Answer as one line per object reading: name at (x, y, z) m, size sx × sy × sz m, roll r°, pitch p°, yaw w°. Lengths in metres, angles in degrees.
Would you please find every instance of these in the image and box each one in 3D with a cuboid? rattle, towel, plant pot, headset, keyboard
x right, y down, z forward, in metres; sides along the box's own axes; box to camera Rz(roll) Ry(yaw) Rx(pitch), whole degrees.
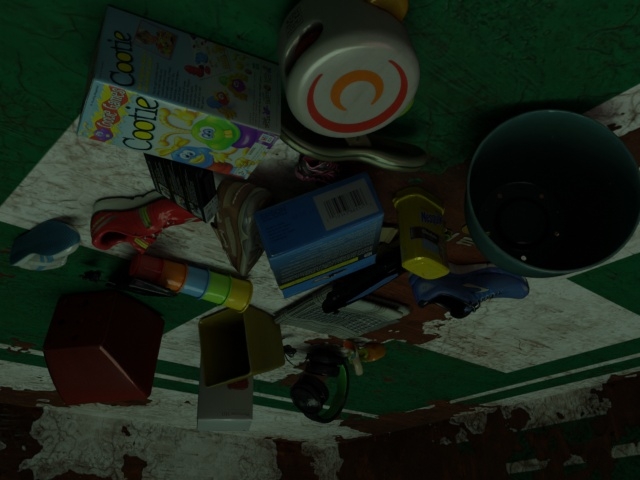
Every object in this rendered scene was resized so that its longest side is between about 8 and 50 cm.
rattle at (0.153, 0.376, 2.179) m, size 0.143 × 0.130 × 0.199 m, roll -2°, pitch 144°, yaw 4°
towel at (0.067, 0.235, 1.964) m, size 0.324 × 0.056 × 0.312 m, roll 18°, pitch 146°, yaw -34°
plant pot at (-0.230, 0.330, 1.986) m, size 0.212 × 0.212 × 0.187 m, roll -24°, pitch 156°, yaw 35°
plant pot at (0.404, -0.061, 1.199) m, size 0.293 × 0.293 × 0.235 m, roll -4°, pitch 166°, yaw 3°
plant pot at (-0.633, 0.287, 1.834) m, size 0.267 × 0.267 × 0.236 m, roll -7°, pitch 139°, yaw 9°
headset at (-0.037, 0.481, 2.272) m, size 0.185 × 0.243 × 0.394 m, roll 3°, pitch 144°, yaw 35°
keyboard at (-0.487, 0.105, 1.603) m, size 0.201 × 0.033 × 0.317 m, roll 18°, pitch 167°, yaw -26°

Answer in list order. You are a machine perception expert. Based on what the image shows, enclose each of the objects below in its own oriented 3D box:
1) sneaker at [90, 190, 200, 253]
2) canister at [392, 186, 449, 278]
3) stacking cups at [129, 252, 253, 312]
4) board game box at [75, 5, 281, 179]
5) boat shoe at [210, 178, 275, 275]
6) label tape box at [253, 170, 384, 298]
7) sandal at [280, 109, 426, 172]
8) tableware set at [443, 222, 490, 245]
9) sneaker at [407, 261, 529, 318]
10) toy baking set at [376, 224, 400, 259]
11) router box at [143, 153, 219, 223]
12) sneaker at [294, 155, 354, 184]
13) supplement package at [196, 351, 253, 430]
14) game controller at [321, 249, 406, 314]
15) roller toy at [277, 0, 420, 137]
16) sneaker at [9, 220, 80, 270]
sneaker at (-0.360, -0.030, 1.369) m, size 0.279 × 0.118 × 0.107 m, roll -9°, pitch 153°, yaw 14°
canister at (0.218, -0.014, 1.378) m, size 0.073 × 0.170 × 0.126 m, roll -24°, pitch 145°, yaw 36°
stacking cups at (-0.335, 0.103, 1.670) m, size 0.316 × 0.096 × 0.096 m, roll 20°, pitch 145°, yaw -27°
board game box at (-0.214, -0.218, 0.996) m, size 0.275 × 0.144 × 0.142 m, roll 13°, pitch 149°, yaw -25°
boat shoe at (-0.173, -0.033, 1.401) m, size 0.116 × 0.123 × 0.324 m, roll 30°, pitch 149°, yaw 9°
label tape box at (0.000, 0.000, 1.373) m, size 0.241 × 0.106 × 0.333 m, roll -21°, pitch 163°, yaw -5°
sandal at (0.052, -0.192, 1.124) m, size 0.303 × 0.120 × 0.086 m, roll 7°, pitch 123°, yaw -20°
tableware set at (0.337, -0.013, 1.544) m, size 0.154 × 0.024 × 0.104 m, roll 14°, pitch 148°, yaw -26°
sneaker at (0.396, 0.143, 1.712) m, size 0.330 × 0.147 × 0.130 m, roll 2°, pitch 152°, yaw -8°
toy baking set at (0.071, 0.009, 1.568) m, size 0.197 × 0.030 × 0.256 m, roll 25°, pitch 137°, yaw -32°
router box at (-0.262, -0.122, 1.212) m, size 0.133 × 0.046 × 0.179 m, roll 31°, pitch 155°, yaw 13°
sneaker at (0.012, -0.142, 1.265) m, size 0.119 × 0.047 × 0.057 m, roll 4°, pitch 140°, yaw -13°
supplement package at (-0.313, 0.467, 2.128) m, size 0.177 × 0.293 × 0.175 m, roll 3°, pitch 152°, yaw -10°
game controller at (0.139, 0.106, 1.657) m, size 0.166 × 0.067 × 0.319 m, roll -5°, pitch 157°, yaw -41°
roller toy at (0.036, -0.261, 0.926) m, size 0.191 × 0.146 × 0.209 m, roll -11°, pitch 146°, yaw -1°
sneaker at (-0.620, 0.015, 1.490) m, size 0.229 × 0.087 × 0.092 m, roll -13°, pitch 158°, yaw 35°
